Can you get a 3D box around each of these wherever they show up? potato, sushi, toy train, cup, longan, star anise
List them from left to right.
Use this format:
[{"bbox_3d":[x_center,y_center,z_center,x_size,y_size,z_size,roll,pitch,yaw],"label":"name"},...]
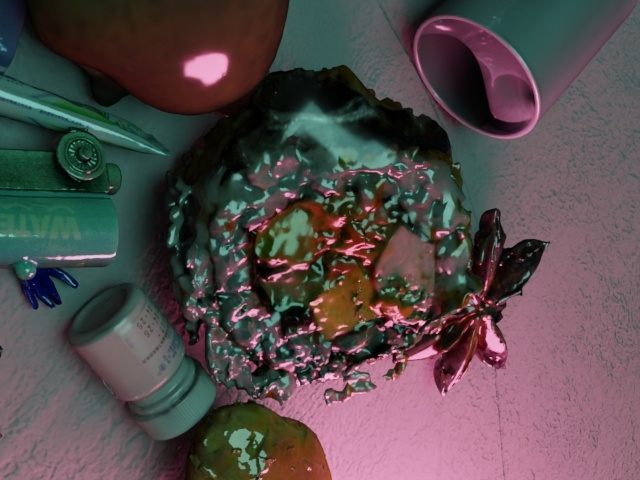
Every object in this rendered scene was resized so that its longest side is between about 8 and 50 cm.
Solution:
[{"bbox_3d":[-0.321,-0.036,1.189,0.248,0.101,0.159,-1,74,-37],"label":"toy train"},{"bbox_3d":[-0.170,-0.266,1.213,0.300,0.300,0.243,35,33,-33],"label":"longan"},{"bbox_3d":[-0.070,0.311,1.371,0.191,0.141,0.296,-48,135,-24],"label":"potato"},{"bbox_3d":[-0.002,0.004,1.362,0.417,0.176,0.418,-3,102,-16],"label":"sushi"},{"bbox_3d":[0.207,0.085,1.590,0.212,0.129,0.283,0,104,-30],"label":"star anise"},{"bbox_3d":[0.299,-0.311,1.557,0.312,0.205,0.205,-45,118,-24],"label":"cup"}]

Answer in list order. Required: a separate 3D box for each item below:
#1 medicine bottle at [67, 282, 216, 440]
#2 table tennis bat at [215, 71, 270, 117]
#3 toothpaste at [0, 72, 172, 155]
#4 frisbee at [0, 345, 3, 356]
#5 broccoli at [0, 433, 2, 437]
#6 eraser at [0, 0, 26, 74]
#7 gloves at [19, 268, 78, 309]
[{"bbox_3d":[-0.207,0.140,1.306,0.105,0.105,0.168,-45,118,-23],"label":"medicine bottle"},{"bbox_3d":[-0.125,-0.200,1.384,0.156,0.013,0.087,14,89,-37],"label":"table tennis bat"},{"bbox_3d":[-0.304,-0.145,1.233,0.296,0.075,0.048,17,104,-33],"label":"toothpaste"},{"bbox_3d":[-0.396,0.061,1.160,0.211,0.012,0.187,-26,72,-29],"label":"frisbee"},{"bbox_3d":[-0.398,0.167,1.162,0.130,0.120,0.131,-6,101,-22],"label":"broccoli"},{"bbox_3d":[-0.346,-0.292,1.200,0.082,0.036,0.225,15,86,-35],"label":"eraser"},{"bbox_3d":[-0.311,0.037,1.267,0.064,0.026,0.086,-35,114,-30],"label":"gloves"}]
